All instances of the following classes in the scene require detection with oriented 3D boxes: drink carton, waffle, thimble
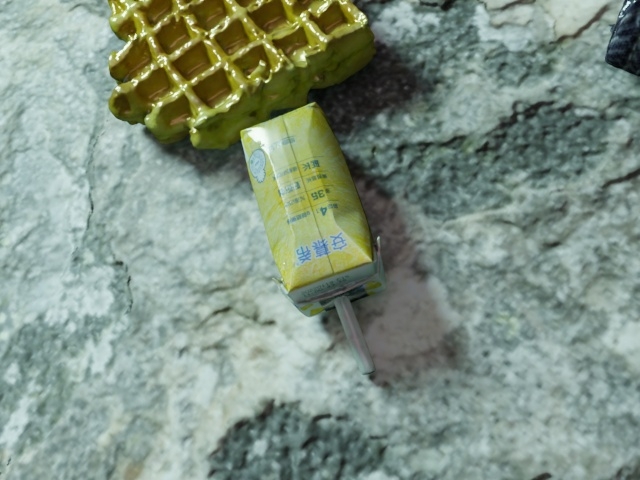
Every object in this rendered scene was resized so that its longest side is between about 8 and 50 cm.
[{"bbox_3d":[0.000,0.000,0.597,0.084,0.074,0.200,-20,63,2],"label":"drink carton"},{"bbox_3d":[-0.100,-0.186,0.706,0.219,0.057,0.229,-34,64,-4],"label":"waffle"},{"bbox_3d":[0.263,-0.174,0.612,0.066,0.095,0.104,21,36,9],"label":"thimble"}]
